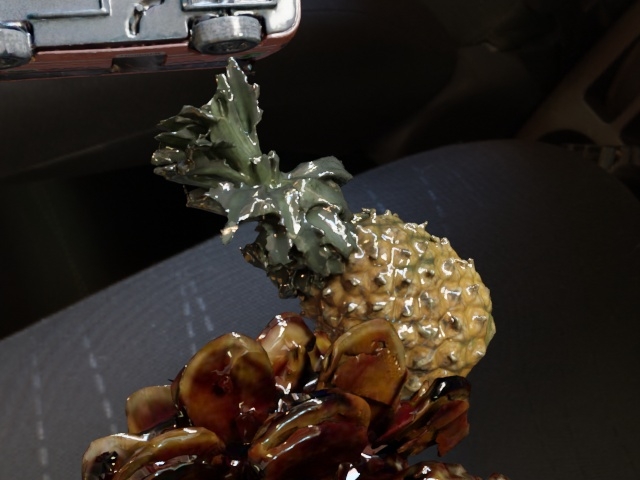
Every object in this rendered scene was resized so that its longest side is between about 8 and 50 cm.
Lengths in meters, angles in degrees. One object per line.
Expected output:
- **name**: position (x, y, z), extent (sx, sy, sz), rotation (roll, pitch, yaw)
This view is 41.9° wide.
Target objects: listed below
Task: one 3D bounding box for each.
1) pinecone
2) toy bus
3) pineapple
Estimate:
- **pinecone**: position (-0.002, 0.155, 0.373), extent (0.221, 0.221, 0.222), rotation (-3, 85, 43)
- **toy bus**: position (-0.250, -0.283, 0.935), extent (0.233, 0.426, 0.203), rotation (177, 86, -75)
- **pineapple**: position (0.000, 0.000, 0.534), extent (0.125, 0.251, 0.125), rotation (-39, 22, 20)
